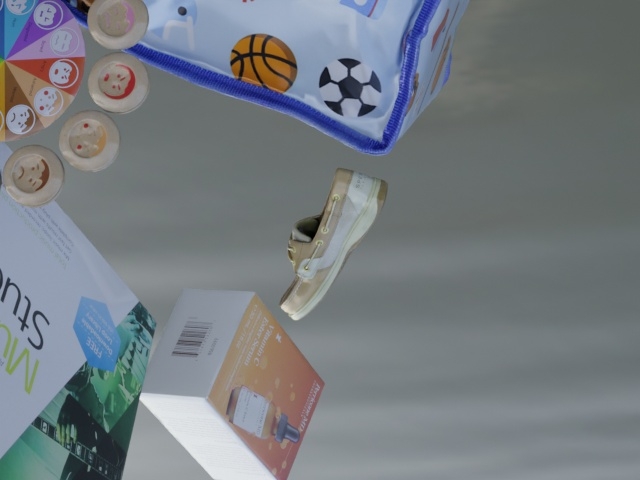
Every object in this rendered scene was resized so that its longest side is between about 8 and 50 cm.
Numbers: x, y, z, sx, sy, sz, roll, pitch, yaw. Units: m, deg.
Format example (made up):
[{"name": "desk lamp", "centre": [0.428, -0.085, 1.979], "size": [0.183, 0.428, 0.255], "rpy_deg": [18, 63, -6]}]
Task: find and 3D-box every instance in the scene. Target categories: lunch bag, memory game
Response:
[{"name": "lunch bag", "centre": [-0.067, -0.253, 1.299], "size": [0.385, 0.239, 0.328], "rpy_deg": [20, -166, 7]}, {"name": "memory game", "centre": [-0.190, -0.107, 0.957], "size": [0.186, 0.186, 0.012], "rpy_deg": [-2, 172, 5]}]

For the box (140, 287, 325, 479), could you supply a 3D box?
[{"name": "box", "centre": [-0.087, 0.148, 1.622], "size": [0.091, 0.130, 0.170], "rpy_deg": [1, 144, 33]}]

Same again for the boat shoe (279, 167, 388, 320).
[{"name": "boat shoe", "centre": [0.000, 0.000, 1.176], "size": [0.045, 0.050, 0.135], "rpy_deg": [27, 120, -9]}]

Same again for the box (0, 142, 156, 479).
[{"name": "box", "centre": [-0.216, 0.112, 1.086], "size": [0.058, 0.322, 0.232], "rpy_deg": [-15, 133, 25]}]
